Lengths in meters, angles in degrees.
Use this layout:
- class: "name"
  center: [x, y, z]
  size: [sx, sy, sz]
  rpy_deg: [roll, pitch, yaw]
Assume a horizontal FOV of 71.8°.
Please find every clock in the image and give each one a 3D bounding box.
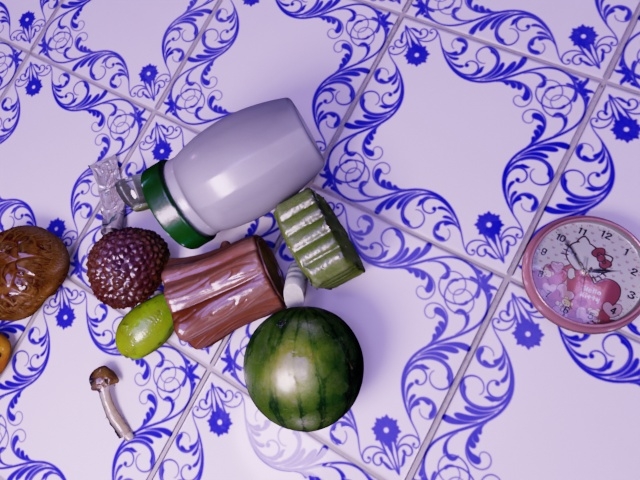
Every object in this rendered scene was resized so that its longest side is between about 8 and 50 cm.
- class: "clock"
  center: [0.540, 0.067, 0.901]
  size: [0.244, 0.056, 0.244]
  rpy_deg: [-3, 77, 13]

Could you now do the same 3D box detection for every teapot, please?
- class: "teapot"
  center: [-0.449, -0.122, 1.125]
  size: [0.124, 0.092, 0.091]
  rpy_deg: [-20, 92, 13]

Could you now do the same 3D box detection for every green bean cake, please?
- class: "green bean cake"
  center: [0.000, 0.000, 0.943]
  size: [0.113, 0.214, 0.200]
  rpy_deg: [-31, 74, 8]

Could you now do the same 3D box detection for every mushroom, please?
- class: "mushroom"
  center: [-0.761, 0.078, 1.118]
  size: [0.253, 0.153, 0.253]
  rpy_deg: [-6, 70, 17]
- class: "mushroom"
  center: [-0.492, 0.387, 1.052]
  size: [0.060, 0.061, 0.187]
  rpy_deg: [-26, 86, 19]

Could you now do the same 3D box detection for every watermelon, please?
- class: "watermelon"
  center: [-0.033, 0.253, 0.887]
  size: [0.242, 0.242, 0.242]
  rpy_deg: [-2, 78, 11]

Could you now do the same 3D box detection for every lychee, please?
- class: "lychee"
  center: [-0.450, 0.068, 1.031]
  size: [0.188, 0.188, 0.188]
  rpy_deg: [-2, 78, 11]

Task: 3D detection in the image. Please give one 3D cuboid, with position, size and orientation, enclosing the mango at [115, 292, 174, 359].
- class: "mango"
  center: [-0.408, 0.198, 1.045]
  size: [0.119, 0.100, 0.178]
  rpy_deg: [39, 81, 18]

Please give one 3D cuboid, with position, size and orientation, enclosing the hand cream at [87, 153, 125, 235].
- class: "hand cream"
  center: [-0.555, -0.102, 1.162]
  size: [0.084, 0.050, 0.257]
  rpy_deg: [-18, 69, 5]

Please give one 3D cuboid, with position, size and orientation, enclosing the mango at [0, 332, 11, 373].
- class: "mango"
  center: [-0.883, 0.310, 1.116]
  size: [0.219, 0.112, 0.145]
  rpy_deg: [-36, 74, 15]

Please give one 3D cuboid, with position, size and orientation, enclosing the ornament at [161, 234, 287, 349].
- class: "ornament"
  center: [-0.198, 0.111, 0.976]
  size: [0.217, 0.221, 0.235]
  rpy_deg: [-23, 30, 3]

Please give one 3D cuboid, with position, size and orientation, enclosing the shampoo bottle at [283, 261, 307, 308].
- class: "shampoo bottle"
  center: [-0.051, 0.081, 0.986]
  size: [0.045, 0.152, 0.077]
  rpy_deg: [-3, 121, 5]

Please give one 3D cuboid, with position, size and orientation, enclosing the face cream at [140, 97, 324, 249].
- class: "face cream"
  center: [-0.182, -0.153, 0.969]
  size: [0.357, 0.312, 0.219]
  rpy_deg: [-28, 107, 8]
